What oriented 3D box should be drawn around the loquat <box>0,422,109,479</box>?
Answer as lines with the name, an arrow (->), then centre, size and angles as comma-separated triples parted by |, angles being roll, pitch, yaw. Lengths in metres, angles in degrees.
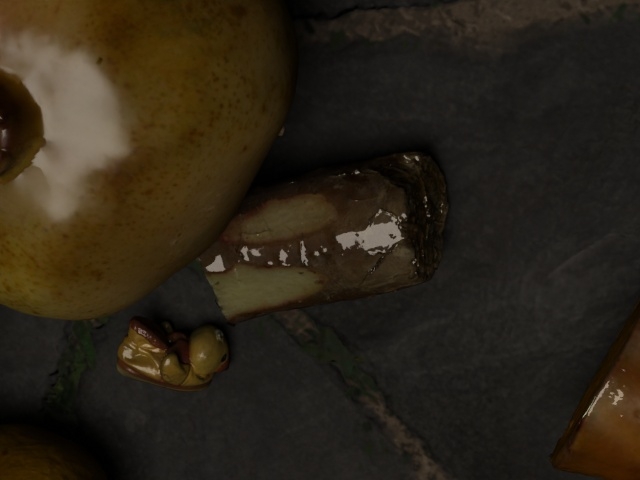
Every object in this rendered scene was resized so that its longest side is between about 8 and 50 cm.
loquat -> -0.314, 0.290, 2.013 | 0.208, 0.208, 0.208 | 6, 113, 13

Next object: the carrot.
carrot -> 0.363, 0.177, 1.786 | 0.254, 0.196, 0.196 | 26, 116, 3

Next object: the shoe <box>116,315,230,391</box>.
shoe -> -0.148, 0.114, 1.962 | 0.109, 0.072, 0.069 | 16, 120, 9

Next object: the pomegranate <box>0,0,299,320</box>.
pomegranate -> -0.220, -0.134, 1.704 | 0.416, 0.416, 0.416 | 6, 113, 13

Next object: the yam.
yam -> 0.000, -0.002, 1.848 | 0.238, 0.129, 0.128 | -11, 74, 19
